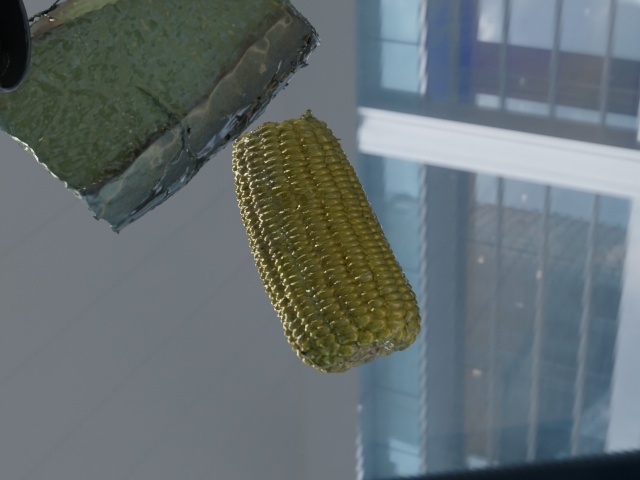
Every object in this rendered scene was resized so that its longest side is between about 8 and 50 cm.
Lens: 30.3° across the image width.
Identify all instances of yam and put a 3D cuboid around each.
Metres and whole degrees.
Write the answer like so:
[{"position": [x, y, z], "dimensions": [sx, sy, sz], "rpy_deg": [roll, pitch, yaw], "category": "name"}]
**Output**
[{"position": [-0.153, -0.155, 1.056], "dimensions": [0.271, 0.202, 0.201], "rpy_deg": [-43, 0, -5], "category": "yam"}]

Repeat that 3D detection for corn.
[{"position": [0.000, 0.000, 0.738], "dimensions": [0.063, 0.085, 0.165], "rpy_deg": [45, -157, -69], "category": "corn"}]

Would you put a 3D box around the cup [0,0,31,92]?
[{"position": [-0.238, -0.138, 0.740], "dimensions": [0.078, 0.077, 0.100], "rpy_deg": [-77, -21, -49], "category": "cup"}]
